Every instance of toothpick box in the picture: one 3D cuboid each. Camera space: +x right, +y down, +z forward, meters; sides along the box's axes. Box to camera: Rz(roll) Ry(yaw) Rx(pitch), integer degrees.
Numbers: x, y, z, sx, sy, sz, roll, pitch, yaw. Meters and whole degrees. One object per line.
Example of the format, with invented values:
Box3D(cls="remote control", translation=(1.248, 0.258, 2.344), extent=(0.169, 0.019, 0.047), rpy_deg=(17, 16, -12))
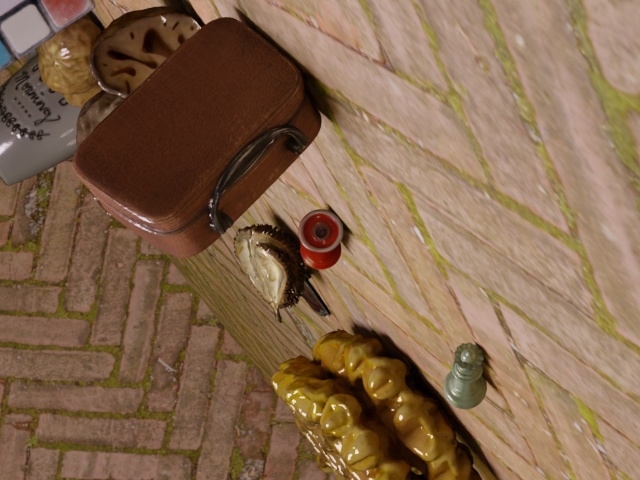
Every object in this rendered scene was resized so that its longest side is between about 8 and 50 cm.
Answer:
Box3D(cls="toothpick box", translation=(0.000, 0.000, 1.381), extent=(0.047, 0.047, 0.083), rpy_deg=(50, 170, 11))

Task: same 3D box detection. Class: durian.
Box3D(cls="durian", translation=(-0.051, 0.035, 1.665), extent=(0.110, 0.071, 0.140), rpy_deg=(25, 136, 57))

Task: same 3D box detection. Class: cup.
Box3D(cls="cup", translation=(-0.528, -0.246, 2.365), extent=(0.258, 0.234, 0.186), rpy_deg=(52, 170, 9))

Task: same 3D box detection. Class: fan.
Box3D(cls="fan", translation=(-0.028, 0.053, 1.811), extent=(0.132, 0.009, 0.220), rpy_deg=(49, 171, 2))

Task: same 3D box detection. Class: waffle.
Box3D(cls="waffle", translation=(0.066, 0.240, 1.656), extent=(0.261, 0.151, 0.324), rpy_deg=(58, 166, -7))

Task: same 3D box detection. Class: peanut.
Box3D(cls="peanut", translation=(-0.348, -0.252, 1.885), extent=(0.095, 0.108, 0.226), rpy_deg=(45, 171, 9))

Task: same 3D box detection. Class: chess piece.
Box3D(cls="chess piece", translation=(0.138, 0.123, 1.236), extent=(0.042, 0.042, 0.093), rpy_deg=(47, 162, 24))

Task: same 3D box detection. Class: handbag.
Box3D(cls="handbag", translation=(-0.099, -0.083, 1.106), extent=(0.151, 0.193, 0.072), rpy_deg=(40, 167, 34))

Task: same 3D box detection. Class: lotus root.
Box3D(cls="lotus root", translation=(-0.155, -0.188, 1.324), extent=(0.159, 0.095, 0.135), rpy_deg=(12, -166, -24))

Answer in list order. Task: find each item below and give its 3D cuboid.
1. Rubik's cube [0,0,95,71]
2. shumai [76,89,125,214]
Box3D(cls="Rubik's cube", translation=(-0.481, -0.361, 1.650), extent=(0.253, 0.259, 0.256), rpy_deg=(40, 165, 45))
Box3D(cls="shumai", translation=(-0.204, -0.122, 1.653), extent=(0.206, 0.166, 0.175), rpy_deg=(51, 148, -2))
